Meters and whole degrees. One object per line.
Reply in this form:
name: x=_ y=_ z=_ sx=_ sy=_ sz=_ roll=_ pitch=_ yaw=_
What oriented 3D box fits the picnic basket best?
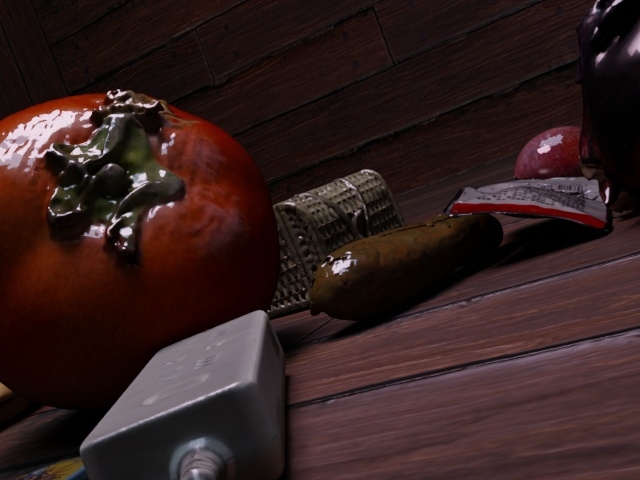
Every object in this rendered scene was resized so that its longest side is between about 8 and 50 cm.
picnic basket: x=0.000 y=0.000 z=1.127 sx=0.154 sy=0.134 sz=0.196 roll=-22 pitch=2 yaw=37

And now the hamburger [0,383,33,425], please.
hamburger: x=-0.406 y=0.157 z=1.067 sx=0.155 sy=0.135 sz=0.208 roll=-23 pitch=6 yaw=-6

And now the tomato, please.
tomato: x=-0.198 y=0.016 z=0.863 sx=0.322 sy=0.321 sz=0.321 roll=-21 pitch=3 yaw=1

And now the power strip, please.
power strip: x=-0.072 y=0.102 z=0.570 sx=0.098 sy=0.058 sz=0.338 roll=-20 pitch=4 yaw=-1

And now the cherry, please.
cherry: x=0.360 y=-0.111 z=1.170 sx=0.226 sy=0.090 sz=0.107 roll=-11 pitch=-12 yaw=-2

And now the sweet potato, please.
sweet potato: x=0.098 y=0.014 z=0.870 sx=0.273 sy=0.075 sz=0.075 roll=-21 pitch=3 yaw=-40

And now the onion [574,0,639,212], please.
onion: x=0.319 y=-0.135 z=0.746 sx=0.281 sy=0.221 sz=0.281 roll=-49 pitch=-3 yaw=-3

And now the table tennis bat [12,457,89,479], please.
table tennis bat: x=-0.210 y=0.176 z=0.584 sx=0.100 sy=0.019 sz=0.155 roll=-18 pitch=2 yaw=22

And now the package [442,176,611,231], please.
package: x=0.220 y=-0.043 z=0.924 sx=0.154 sy=0.030 sz=0.239 roll=4 pitch=10 yaw=18
